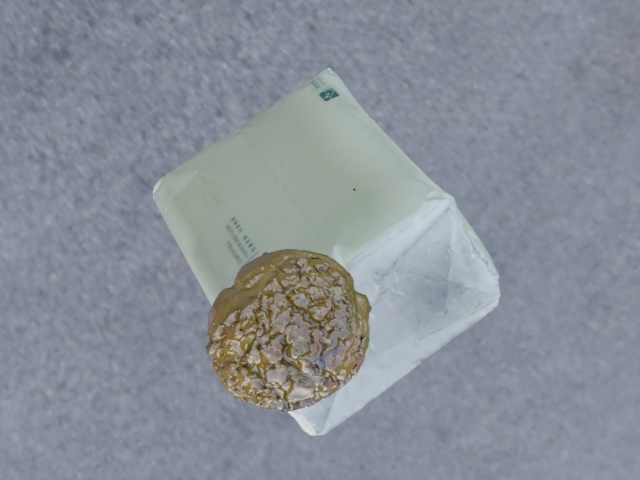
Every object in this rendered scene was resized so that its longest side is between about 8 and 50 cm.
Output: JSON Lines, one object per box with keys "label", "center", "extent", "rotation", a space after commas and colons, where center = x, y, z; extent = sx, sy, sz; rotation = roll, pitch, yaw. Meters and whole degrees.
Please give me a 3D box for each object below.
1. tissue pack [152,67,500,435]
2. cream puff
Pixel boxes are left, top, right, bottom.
{"label": "tissue pack", "center": [0.000, 0.000, 1.457], "extent": [0.297, 0.380, 0.207], "rotation": [-37, 128, -1]}
{"label": "cream puff", "center": [-0.030, 0.088, 1.122], "extent": [0.150, 0.115, 0.165], "rotation": [13, 112, -7]}
